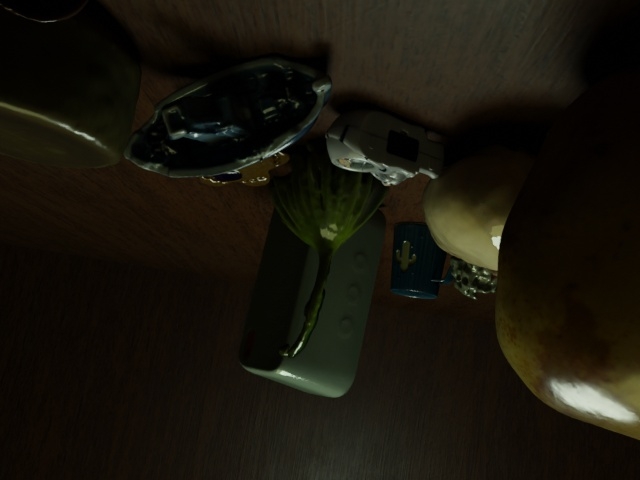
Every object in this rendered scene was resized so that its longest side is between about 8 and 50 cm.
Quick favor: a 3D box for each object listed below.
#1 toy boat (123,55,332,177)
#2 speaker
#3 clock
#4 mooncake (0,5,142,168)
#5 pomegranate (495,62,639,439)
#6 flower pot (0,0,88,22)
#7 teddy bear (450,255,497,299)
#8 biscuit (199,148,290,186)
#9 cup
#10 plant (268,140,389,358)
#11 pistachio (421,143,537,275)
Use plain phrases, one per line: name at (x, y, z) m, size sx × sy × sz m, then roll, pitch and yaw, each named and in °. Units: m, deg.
toy boat at (-0.122, -0.152, 0.827) m, size 0.309 × 0.129 × 0.142 m, roll -14°, pitch 178°, yaw 22°
speaker at (-0.018, 0.096, 1.328) m, size 0.183 × 0.406 × 0.184 m, roll -3°, pitch 159°, yaw 46°
clock at (0.078, -0.129, 0.949) m, size 0.176 × 0.080 × 0.117 m, roll 14°, pitch 168°, yaw -30°
mooncake at (-0.367, -0.197, 0.806) m, size 0.284 × 0.155 × 0.284 m, roll 9°, pitch 171°, yaw 1°
pomegranate at (0.373, 0.020, 0.658) m, size 0.417 × 0.416 × 0.416 m, roll 9°, pitch 168°, yaw 2°
flower pot at (-0.270, -0.253, 0.606) m, size 0.111 × 0.111 × 0.089 m, roll 17°, pitch 178°, yaw -31°
teddy bear at (0.461, 0.041, 1.156) m, size 0.368 × 0.224 × 0.357 m, roll 11°, pitch -177°, yaw -15°
biscuit at (-0.137, -0.146, 1.018) m, size 0.180 × 0.039 × 0.236 m, roll 0°, pitch 154°, yaw -4°
cup at (0.240, 0.049, 1.486) m, size 0.176 × 0.155 × 0.131 m, roll 2°, pitch 167°, yaw 41°
plant at (0.031, 0.008, 1.092) m, size 0.180 × 0.333 × 0.251 m, roll -1°, pitch 162°, yaw -28°
pistachio at (0.252, -0.040, 0.966) m, size 0.187 × 0.187 × 0.299 m, roll 11°, pitch 172°, yaw -6°
